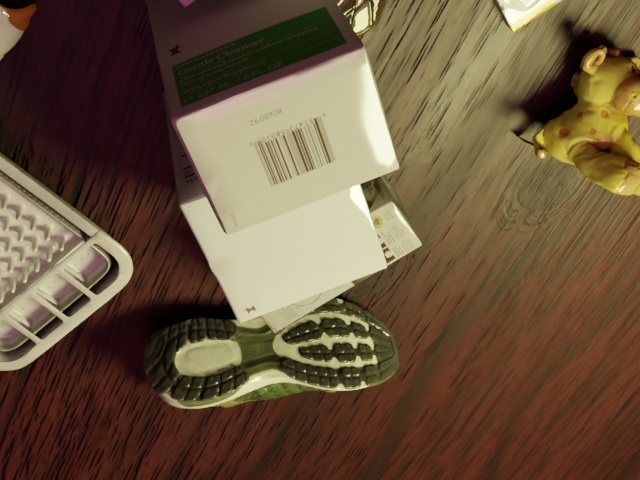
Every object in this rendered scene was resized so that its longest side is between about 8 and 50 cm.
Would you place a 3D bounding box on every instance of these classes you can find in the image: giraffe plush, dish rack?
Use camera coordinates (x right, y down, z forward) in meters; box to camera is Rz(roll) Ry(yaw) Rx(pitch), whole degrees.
[{"bbox_3d":[0.404,-0.179,1.294,0.210,0.181,0.171,25,110,9],"label":"giraffe plush"},{"bbox_3d":[-0.454,0.011,1.240,0.285,0.072,0.333,-37,127,15],"label":"dish rack"}]

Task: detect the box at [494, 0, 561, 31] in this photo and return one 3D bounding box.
[{"bbox_3d":[0.253,-0.346,1.190,0.081,0.028,0.136,-33,129,10],"label":"box"}]

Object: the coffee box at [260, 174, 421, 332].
[{"bbox_3d":[0.000,0.000,1.309,0.246,0.141,0.098,-32,128,9],"label":"coffee box"}]

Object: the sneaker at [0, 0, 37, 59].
[{"bbox_3d":[-0.434,-0.316,0.989,0.123,0.106,0.290,-41,136,12],"label":"sneaker"}]

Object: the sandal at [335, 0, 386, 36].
[{"bbox_3d":[0.015,-0.353,1.107,0.090,0.060,0.219,-29,114,0],"label":"sandal"}]

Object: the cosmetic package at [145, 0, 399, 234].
[{"bbox_3d":[-0.068,-0.192,1.003,0.196,0.366,0.155,-22,130,-1],"label":"cosmetic package"}]

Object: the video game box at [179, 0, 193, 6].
[{"bbox_3d":[-0.087,-0.360,0.987,0.205,0.187,0.048,-33,127,11],"label":"video game box"}]

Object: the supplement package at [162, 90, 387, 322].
[{"bbox_3d":[-0.063,-0.079,1.154,0.198,0.263,0.199,-21,129,1],"label":"supplement package"}]

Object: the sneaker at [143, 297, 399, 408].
[{"bbox_3d":[-0.079,0.193,1.468,0.410,0.158,0.182,-2,157,-16],"label":"sneaker"}]
